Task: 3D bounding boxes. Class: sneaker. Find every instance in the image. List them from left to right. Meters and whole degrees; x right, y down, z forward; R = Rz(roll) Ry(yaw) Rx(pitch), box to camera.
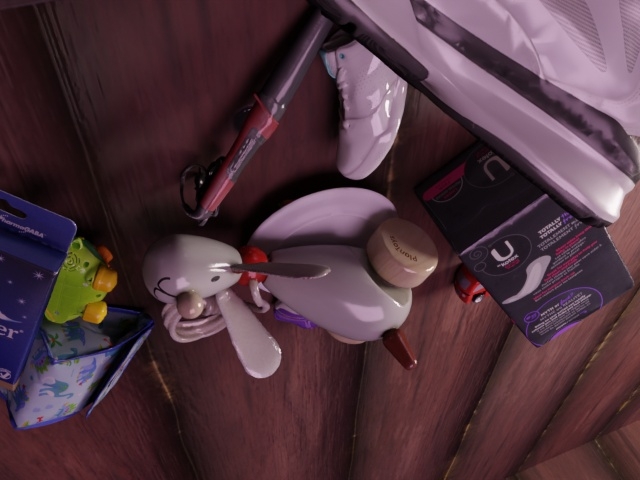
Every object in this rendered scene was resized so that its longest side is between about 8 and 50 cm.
[{"bbox_3d":[0.007,0.097,0.948,0.170,0.068,0.071,15,142,-33],"label":"sneaker"},{"bbox_3d":[0.038,-0.157,0.642,0.094,0.080,0.212,6,127,-22],"label":"sneaker"},{"bbox_3d":[0.127,-0.228,0.465,0.447,0.169,0.257,33,105,-20],"label":"sneaker"}]

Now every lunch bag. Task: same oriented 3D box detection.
[{"bbox_3d":[-0.283,0.143,0.781,0.151,0.096,0.129,-4,138,-54],"label":"lunch bag"}]

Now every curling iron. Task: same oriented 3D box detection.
[{"bbox_3d":[-0.059,-0.126,0.624,0.035,0.068,0.274,15,121,-42],"label":"curling iron"}]

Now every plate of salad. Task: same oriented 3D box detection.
[{"bbox_3d":[0.000,0.000,0.817,0.199,0.048,0.200,-14,143,-11],"label":"plate of salad"}]

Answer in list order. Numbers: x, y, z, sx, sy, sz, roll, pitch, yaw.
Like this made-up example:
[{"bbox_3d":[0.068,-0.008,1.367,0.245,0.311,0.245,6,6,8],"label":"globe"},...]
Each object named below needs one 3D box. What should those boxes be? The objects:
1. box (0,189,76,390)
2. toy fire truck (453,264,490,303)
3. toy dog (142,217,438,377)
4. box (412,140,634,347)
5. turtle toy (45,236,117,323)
[{"bbox_3d":[-0.327,0.044,0.624,0.136,0.036,0.225,25,123,-14],"label":"box"},{"bbox_3d":[0.310,0.023,1.049,0.192,0.047,0.135,-16,142,-14],"label":"toy fire truck"},{"bbox_3d":[-0.014,0.078,0.731,0.333,0.161,0.220,-10,142,-15],"label":"toy dog"},{"bbox_3d":[0.272,-0.004,0.876,0.165,0.143,0.270,-37,133,12],"label":"box"},{"bbox_3d":[-0.260,0.041,0.684,0.095,0.066,0.130,20,128,-13],"label":"turtle toy"}]
